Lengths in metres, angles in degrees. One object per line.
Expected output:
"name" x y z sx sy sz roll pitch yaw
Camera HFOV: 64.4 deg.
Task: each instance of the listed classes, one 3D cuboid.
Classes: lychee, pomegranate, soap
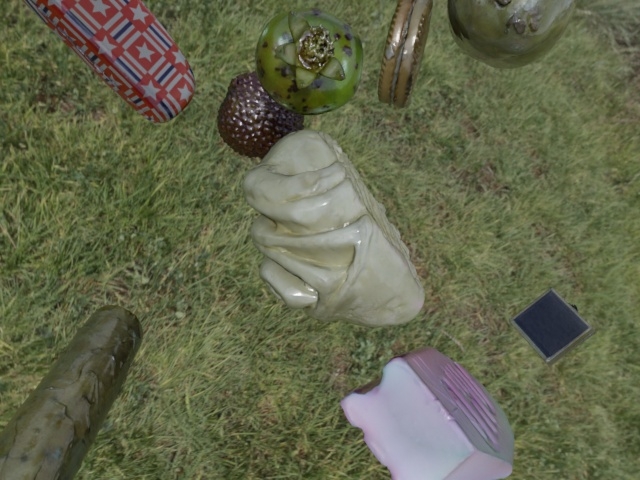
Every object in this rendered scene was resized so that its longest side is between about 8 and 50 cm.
"lychee" -0.121 -0.252 1.058 0.188 0.188 0.188 12 61 -23
"pomegranate" -0.018 -0.238 0.702 0.156 0.156 0.220 30 29 -13
"soap" 0.169 0.249 0.702 0.193 0.109 0.324 52 12 20

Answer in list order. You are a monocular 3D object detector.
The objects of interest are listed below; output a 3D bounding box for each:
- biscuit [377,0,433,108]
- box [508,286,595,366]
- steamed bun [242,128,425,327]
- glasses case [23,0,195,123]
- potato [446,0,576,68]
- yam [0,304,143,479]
"biscuit" 0.183 -0.409 1.098 0.079 0.259 0.259 15 57 8
"box" 0.326 0.120 0.714 0.035 0.083 0.079 35 16 -51
"steamed bun" 0.000 0.000 0.891 0.352 0.247 0.339 42 20 -43
"glasses case" -0.192 -0.191 0.447 0.194 0.049 0.073 48 56 -29
"potato" 0.341 -0.442 0.917 0.326 0.221 0.243 -24 116 -71
"yam" -0.248 0.187 0.446 0.083 0.083 0.371 28 28 -14
